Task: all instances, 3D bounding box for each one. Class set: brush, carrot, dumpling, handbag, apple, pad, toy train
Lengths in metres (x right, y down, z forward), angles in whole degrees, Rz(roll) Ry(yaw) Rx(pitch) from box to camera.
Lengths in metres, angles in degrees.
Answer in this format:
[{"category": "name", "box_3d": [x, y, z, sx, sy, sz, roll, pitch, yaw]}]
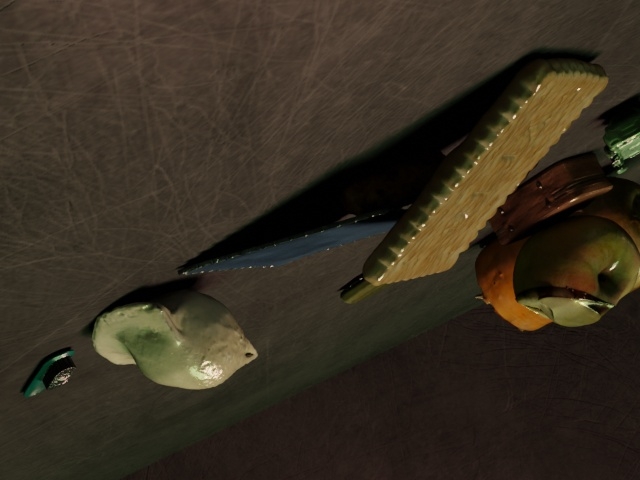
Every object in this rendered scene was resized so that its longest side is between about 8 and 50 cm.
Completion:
[{"category": "brush", "box_3d": [-0.351, 0.183, 1.817, 0.043, 0.032, 0.193, -21, 167, -29]}, {"category": "carrot", "box_3d": [0.474, 0.027, 2.598, 0.341, 0.224, 0.224, -35, 167, 36]}, {"category": "dumpling", "box_3d": [-0.182, 0.126, 1.725, 0.166, 0.126, 0.216, -14, -179, 31]}, {"category": "handbag", "box_3d": [0.376, -0.068, 2.294, 0.151, 0.072, 0.193, -17, 165, -45]}, {"category": "apple", "box_3d": [0.411, 0.048, 2.294, 0.207, 0.174, 0.188, -25, -169, -24]}, {"category": "pad", "box_3d": [0.000, 0.000, 1.679, 0.269, 0.012, 0.270, -16, 174, 22]}, {"category": "toy train", "box_3d": [0.452, -0.156, 2.033, 0.099, 0.081, 0.149, -29, 164, 15]}]

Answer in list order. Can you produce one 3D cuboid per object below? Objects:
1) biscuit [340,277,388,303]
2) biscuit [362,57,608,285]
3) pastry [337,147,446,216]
[{"category": "biscuit", "box_3d": [0.147, 0.030, 2.307, 0.099, 0.038, 0.322, -21, 169, -44]}, {"category": "biscuit", "box_3d": [0.185, -0.079, 1.586, 0.325, 0.044, 0.217, -52, 158, 24]}, {"category": "pastry", "box_3d": [0.091, -0.062, 1.623, 0.140, 0.056, 0.080, -24, 174, -10]}]
